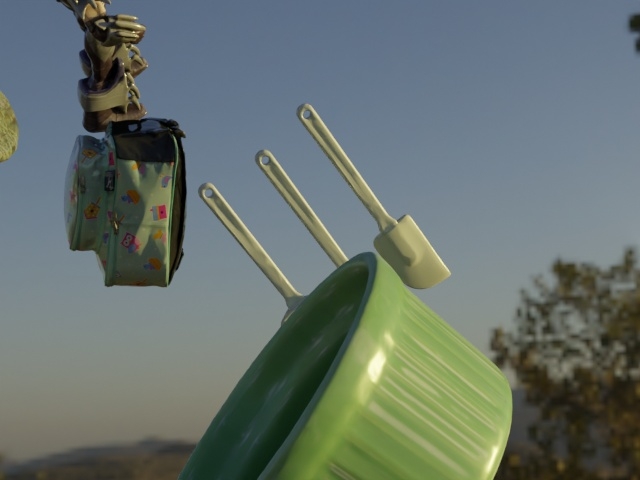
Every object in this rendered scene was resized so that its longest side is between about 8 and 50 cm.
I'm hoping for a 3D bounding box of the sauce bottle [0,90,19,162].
[{"bbox_3d":[-0.487,-0.065,1.696,0.344,0.111,0.111,-28,-20,29],"label":"sauce bottle"}]

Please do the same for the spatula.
[{"bbox_3d":[0.000,0.000,1.481,0.168,0.242,0.019,-37,25,1],"label":"spatula"}]

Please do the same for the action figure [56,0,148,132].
[{"bbox_3d":[-0.257,-0.257,1.731,0.099,0.185,0.285,-17,-35,-7],"label":"action figure"}]

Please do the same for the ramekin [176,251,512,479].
[{"bbox_3d":[0.010,0.172,1.155,0.148,0.303,0.303,35,-16,-9],"label":"ramekin"}]

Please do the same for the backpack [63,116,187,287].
[{"bbox_3d":[-0.221,-0.037,1.744,0.144,0.188,0.166,-6,14,-11],"label":"backpack"}]
